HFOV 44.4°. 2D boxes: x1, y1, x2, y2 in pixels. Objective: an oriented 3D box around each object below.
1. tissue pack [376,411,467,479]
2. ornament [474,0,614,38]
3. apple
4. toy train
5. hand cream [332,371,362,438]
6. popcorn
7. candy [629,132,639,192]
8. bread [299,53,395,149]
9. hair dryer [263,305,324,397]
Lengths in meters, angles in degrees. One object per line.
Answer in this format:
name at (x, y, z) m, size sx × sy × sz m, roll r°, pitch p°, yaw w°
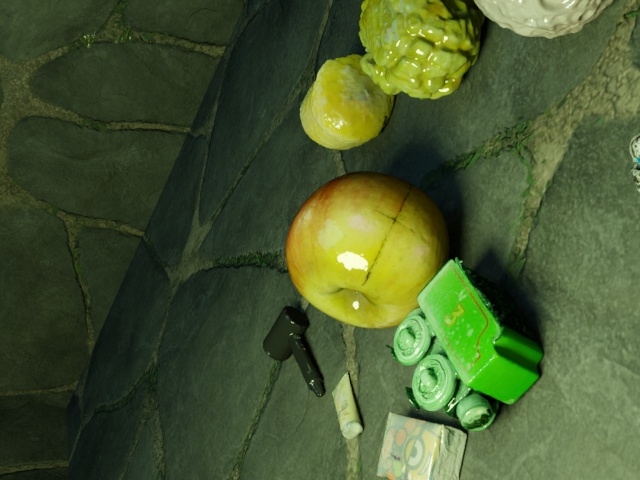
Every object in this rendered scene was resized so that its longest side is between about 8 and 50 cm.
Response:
tissue pack at (0.156, 0.337, 1.238) m, size 0.148 × 0.060 × 0.108 m, roll -4°, pitch 69°, yaw 61°
ornament at (0.335, -0.430, 1.187) m, size 0.225 × 0.259 × 0.259 m, roll -41°, pitch 39°, yaw 38°
apple at (0.084, 0.013, 1.350) m, size 0.286 × 0.286 × 0.233 m, roll -31°, pitch 28°, yaw 52°
toy train at (0.215, 0.159, 1.174) m, size 0.188 × 0.132 × 0.243 m, roll -51°, pitch 32°, yaw 20°
hand cream at (0.049, 0.315, 1.490) m, size 0.061 × 0.039 × 0.143 m, roll -62°, pitch 23°, yaw 23°
popcorn at (0.184, -0.396, 1.492) m, size 0.270 × 0.224 × 0.257 m, roll 38°, pitch 114°, yaw 56°
candy at (0.472, -0.122, 0.952) m, size 0.226 × 0.051 × 0.093 m, roll -32°, pitch 57°, yaw 55°
bread at (0.057, -0.297, 1.714) m, size 0.170 × 0.197 × 0.197 m, roll 157°, pitch 127°, yaw -65°
hair dryer at (-0.046, 0.261, 1.691) m, size 0.114 × 0.071 × 0.248 m, roll -58°, pitch 38°, yaw 22°
